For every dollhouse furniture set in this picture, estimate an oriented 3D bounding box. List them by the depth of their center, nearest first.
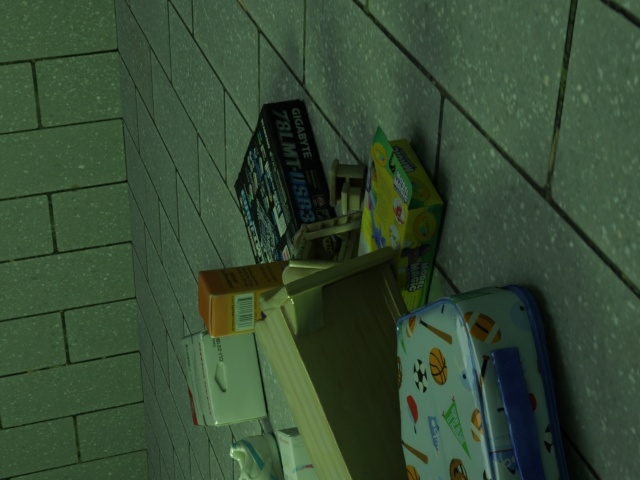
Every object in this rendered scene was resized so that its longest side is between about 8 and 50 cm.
[{"bbox_3d":[0.000,0.000,1.657,0.182,0.101,0.161,-73,-15,-62],"label":"dollhouse furniture set"}]

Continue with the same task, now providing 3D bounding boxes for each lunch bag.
[{"bbox_3d":[0.173,0.204,1.298,0.243,0.114,0.303,147,113,-70],"label":"lunch bag"}]

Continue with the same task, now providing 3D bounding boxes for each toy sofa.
[{"bbox_3d":[0.063,0.204,1.495,0.363,0.150,0.177,67,160,8],"label":"toy sofa"}]

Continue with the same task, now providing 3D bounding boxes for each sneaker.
[{"bbox_3d":[-0.112,0.494,2.447,0.087,0.092,0.229,106,149,-52],"label":"sneaker"}]

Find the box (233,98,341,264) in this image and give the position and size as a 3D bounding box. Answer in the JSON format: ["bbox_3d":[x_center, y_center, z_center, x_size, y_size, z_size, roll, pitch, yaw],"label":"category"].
[{"bbox_3d":[-0.054,-0.029,2.000,0.293,0.073,0.296,115,142,-64],"label":"box"}]

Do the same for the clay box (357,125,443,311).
[{"bbox_3d":[0.097,-0.023,1.526,0.222,0.053,0.127,97,157,-43],"label":"clay box"}]

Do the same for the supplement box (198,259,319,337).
[{"bbox_3d":[-0.053,0.075,1.768,0.078,0.233,0.080,-126,34,-57],"label":"supplement box"}]

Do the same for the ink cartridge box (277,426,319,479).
[{"bbox_3d":[-0.035,0.396,2.202,0.088,0.052,0.123,175,85,-73],"label":"ink cartridge box"}]

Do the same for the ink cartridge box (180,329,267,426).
[{"bbox_3d":[-0.208,0.286,2.615,0.273,0.114,0.197,154,107,-74],"label":"ink cartridge box"}]
